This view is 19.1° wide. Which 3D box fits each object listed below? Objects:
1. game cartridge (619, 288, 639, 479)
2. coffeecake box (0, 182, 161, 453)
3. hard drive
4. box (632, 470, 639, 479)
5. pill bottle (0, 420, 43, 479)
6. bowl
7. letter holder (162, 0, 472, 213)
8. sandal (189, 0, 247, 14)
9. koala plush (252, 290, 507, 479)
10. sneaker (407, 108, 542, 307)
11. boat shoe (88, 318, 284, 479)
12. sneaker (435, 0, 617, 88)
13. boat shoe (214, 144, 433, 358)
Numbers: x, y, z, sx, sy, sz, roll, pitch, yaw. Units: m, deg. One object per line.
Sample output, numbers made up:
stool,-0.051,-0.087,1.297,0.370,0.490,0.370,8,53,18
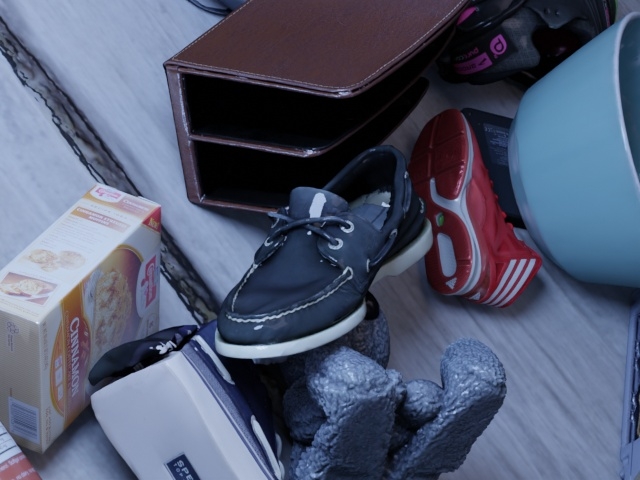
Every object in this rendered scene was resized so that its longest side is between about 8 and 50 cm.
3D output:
game cartridge,0.421,0.187,2.089,0.196,0.060,0.294,32,46,-23
coffeecake box,-0.208,0.062,1.587,0.068,0.142,0.185,20,40,19
hard drive,0.203,-0.078,2.112,0.094,0.022,0.135,11,55,-34
box,0.319,0.323,1.804,0.121,0.148,0.311,42,50,2
pill bottle,-0.292,0.179,1.462,0.216,0.121,0.121,53,43,5
bowl,0.312,-0.076,2.056,0.311,0.163,0.312,38,44,-49
letter holder,0.027,-0.156,1.853,0.302,0.214,0.152,-45,136,-47
sandal,-0.136,-0.293,1.971,0.254,0.054,0.097,34,38,-3
koala plush,0.022,0.125,1.742,0.196,0.203,0.221,0,40,-33
sneaker,0.165,-0.024,2.020,0.128,0.087,0.221,26,54,-40
boat shoe,-0.061,0.220,1.629,0.341,0.127,0.158,64,23,-4
sneaker,0.168,-0.283,2.086,0.482,0.185,0.202,21,53,-36
boat shoe,0.004,0.000,1.685,0.340,0.127,0.113,-33,123,-52
